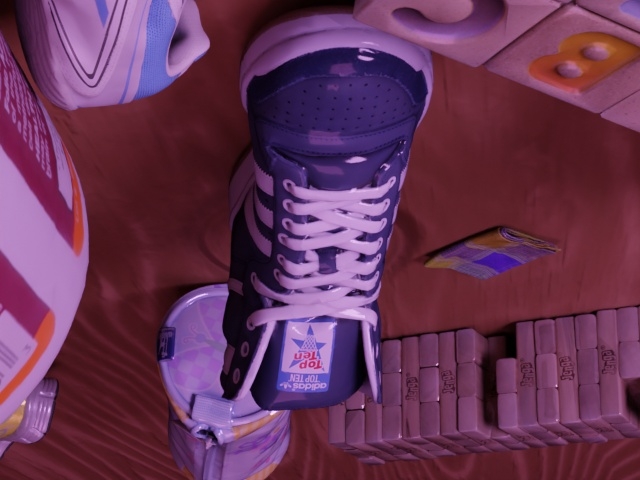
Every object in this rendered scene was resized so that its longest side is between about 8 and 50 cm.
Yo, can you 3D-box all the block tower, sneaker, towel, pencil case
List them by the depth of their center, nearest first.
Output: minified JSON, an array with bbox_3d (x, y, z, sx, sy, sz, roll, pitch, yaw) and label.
[{"bbox_3d":[-0.081,-0.130,0.497,0.086,0.085,0.237,-24,160,-12],"label":"sneaker"},{"bbox_3d":[0.000,0.000,0.721,0.099,0.153,0.282,3,160,-8],"label":"sneaker"},{"bbox_3d":[0.120,0.010,0.957,0.060,0.009,0.083,15,155,-37],"label":"towel"},{"bbox_3d":[-0.073,0.129,1.119,0.113,0.124,0.273,1,161,-4],"label":"pencil case"},{"bbox_3d":[0.162,0.124,1.149,0.335,0.097,0.091,-8,158,25],"label":"block tower"},{"bbox_3d":[-0.330,0.161,1.291,0.094,0.081,0.208,21,145,-30],"label":"sneaker"}]

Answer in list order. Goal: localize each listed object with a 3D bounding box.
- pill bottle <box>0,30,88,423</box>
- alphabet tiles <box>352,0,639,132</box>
[{"bbox_3d":[-0.228,-0.054,0.475,0.224,0.224,0.392,-1,160,3],"label":"pill bottle"},{"bbox_3d":[0.164,-0.111,0.397,0.285,0.011,0.342,18,155,-22],"label":"alphabet tiles"}]
